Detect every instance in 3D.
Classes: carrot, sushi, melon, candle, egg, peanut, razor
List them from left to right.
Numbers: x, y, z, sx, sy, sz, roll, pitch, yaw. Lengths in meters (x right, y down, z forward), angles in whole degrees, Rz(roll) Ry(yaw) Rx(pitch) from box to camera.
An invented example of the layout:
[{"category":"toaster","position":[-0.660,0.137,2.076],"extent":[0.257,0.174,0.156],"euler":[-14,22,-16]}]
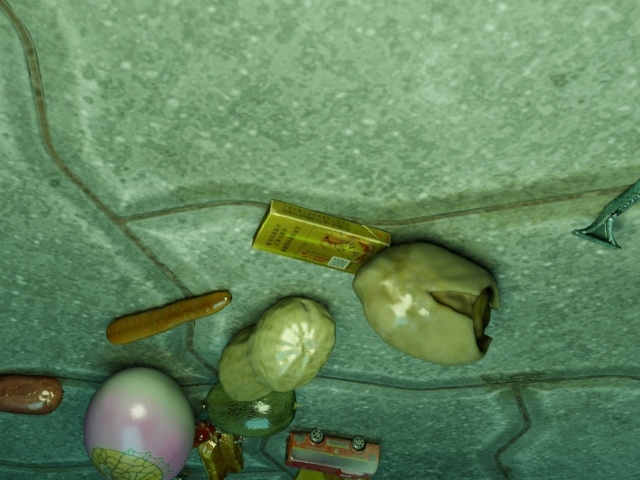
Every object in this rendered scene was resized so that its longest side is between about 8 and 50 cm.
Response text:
[{"category":"egg","position":[-0.316,0.321,1.325],"extent":[0.196,0.196,0.271],"euler":[2,131,6]},{"category":"carrot","position":[-0.228,0.114,1.135],"extent":[0.247,0.043,0.043],"euler":[-18,139,29]},{"category":"candle","position":[-0.277,0.402,1.532],"extent":[0.048,0.051,0.329],"euler":[33,148,-12]},{"category":"sushi","position":[-0.182,0.346,1.465],"extent":[0.055,0.052,0.120],"euler":[-22,142,12]},{"category":"melon","position":[-0.112,0.278,1.293],"extent":[0.167,0.114,0.114],"euler":[1,146,11]},{"category":"peanut","position":[-0.072,0.171,1.124],"extent":[0.123,0.124,0.256],"euler":[24,140,-25]},{"category":"razor","position":[0.347,-0.060,0.805],"extent":[0.066,0.033,0.190],"euler":[17,139,-16]}]

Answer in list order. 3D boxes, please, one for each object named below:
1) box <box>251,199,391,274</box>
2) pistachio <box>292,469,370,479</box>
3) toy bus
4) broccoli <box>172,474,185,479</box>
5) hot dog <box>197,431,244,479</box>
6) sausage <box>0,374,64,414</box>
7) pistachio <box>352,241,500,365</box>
[{"category":"box","position":[0.000,0.000,0.947],"extent":[0.156,0.022,0.089],"euler":[14,147,-13]},{"category":"pistachio","position":[0.025,0.501,1.628],"extent":[0.189,0.100,0.110],"euler":[-28,157,28]},{"category":"toy bus","position":[0.024,0.432,1.537],"extent":[0.192,0.077,0.065],"euler":[12,148,-8]},{"category":"broccoli","position":[-0.402,0.627,1.789],"extent":[0.219,0.194,0.194],"euler":[22,143,-13]},{"category":"hot dog","position":[-0.209,0.449,1.601],"extent":[0.092,0.062,0.236],"euler":[-24,148,-19]},{"category":"sausage","position":[-0.544,0.285,1.408],"extent":[0.141,0.076,0.076],"euler":[5,146,0]},{"category":"pistachio","position":[0.139,0.079,0.946],"extent":[0.237,0.138,0.153],"euler":[21,178,-34]}]
